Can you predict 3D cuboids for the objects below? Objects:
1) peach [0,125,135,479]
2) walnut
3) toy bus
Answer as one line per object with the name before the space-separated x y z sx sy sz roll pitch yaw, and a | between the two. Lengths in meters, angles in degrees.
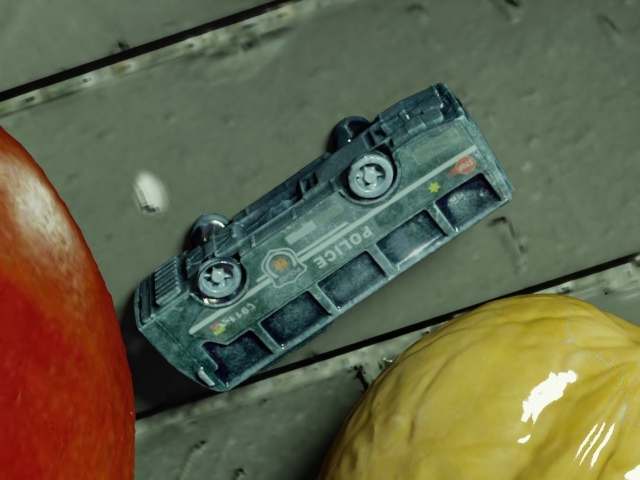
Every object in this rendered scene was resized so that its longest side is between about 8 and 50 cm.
peach | -0.180 0.050 0.448 0.201 0.258 0.361 -41 109 19
walnut | 0.080 0.117 0.569 0.159 0.159 0.207 29 114 -17
toy bus | 0.000 0.000 0.563 0.166 0.047 0.065 -34 117 9
